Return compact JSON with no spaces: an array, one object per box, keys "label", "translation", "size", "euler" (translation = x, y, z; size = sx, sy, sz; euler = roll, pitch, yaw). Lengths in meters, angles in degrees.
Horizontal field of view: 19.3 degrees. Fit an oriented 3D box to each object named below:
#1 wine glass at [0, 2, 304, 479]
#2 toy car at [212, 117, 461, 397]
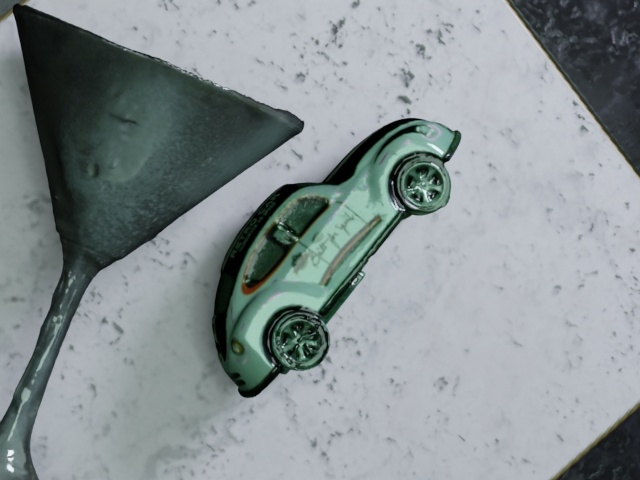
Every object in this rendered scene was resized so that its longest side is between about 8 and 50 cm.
[{"label":"wine glass","translation":[-0.205,0.034,1.588],"size":[0.267,0.267,0.406],"euler":[21,88,-11]},{"label":"toy car","translation":[0.000,0.000,1.685],"size":[0.125,0.136,0.306],"euler":[38,83,-7]}]
